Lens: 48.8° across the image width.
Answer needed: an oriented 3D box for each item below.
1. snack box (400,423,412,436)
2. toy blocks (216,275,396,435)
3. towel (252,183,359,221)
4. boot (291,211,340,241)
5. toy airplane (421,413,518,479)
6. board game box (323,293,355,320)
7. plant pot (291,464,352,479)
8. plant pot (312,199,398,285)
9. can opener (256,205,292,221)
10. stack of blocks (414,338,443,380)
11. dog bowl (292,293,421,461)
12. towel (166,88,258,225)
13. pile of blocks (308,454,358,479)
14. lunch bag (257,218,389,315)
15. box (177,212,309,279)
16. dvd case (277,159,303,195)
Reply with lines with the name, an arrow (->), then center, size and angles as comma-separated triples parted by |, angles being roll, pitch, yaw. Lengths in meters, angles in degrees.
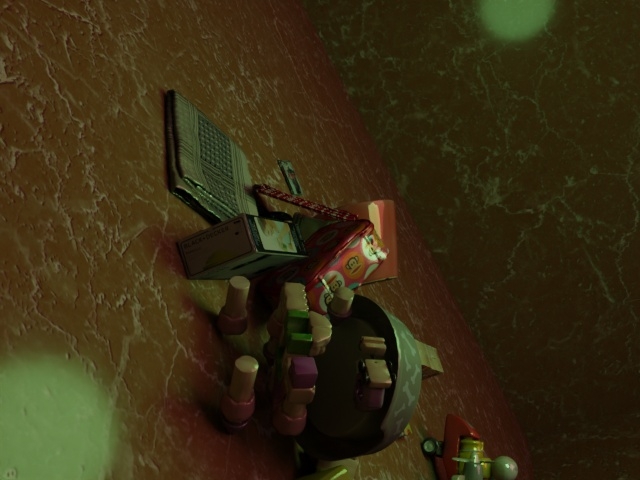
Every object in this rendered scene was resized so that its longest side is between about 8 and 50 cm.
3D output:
snack box -> 0.236, 0.543, 2.207 | 0.100, 0.037, 0.141 | 26, 43, -65
toy blocks -> -0.054, 0.263, 1.417 | 0.288, 0.309, 0.260 | -103, -157, -52
towel -> -0.042, -0.101, 1.874 | 0.275, 0.031, 0.199 | 18, 2, -9
boot -> 0.000, 0.000, 2.061 | 0.213, 0.165, 0.077 | 81, 26, -56
toy airplane -> 0.518, 0.799, 2.304 | 0.384, 0.272, 0.386 | 62, 18, -14
board game box -> 0.018, 0.201, 1.933 | 0.303, 0.098, 0.224 | 44, 28, -47
plant pot -> -0.054, 0.525, 1.182 | 0.187, 0.212, 0.212 | 3, 64, -55
plant pot -> 0.127, 0.020, 2.237 | 0.275, 0.275, 0.243 | 4, 73, -70
can opener -> -0.118, -0.063, 1.935 | 0.073, 0.059, 0.186 | 69, 19, 9
stack of blocks -> 0.258, 0.391, 2.245 | 0.297, 0.171, 0.087 | 32, 38, -58
dog bowl -> 0.067, 0.291, 1.493 | 0.102, 0.349, 0.348 | 21, 45, -38
towel -> -0.254, -0.172, 1.697 | 0.312, 0.056, 0.324 | 43, 30, -51
pile of blocks -> 0.010, 0.508, 1.555 | 0.113, 0.149, 0.362 | 21, 13, 0
lunch bag -> -0.003, 0.069, 1.724 | 0.293, 0.258, 0.120 | -41, 111, -27
box -> -0.161, 0.020, 1.544 | 0.290, 0.169, 0.087 | 12, 59, -70
dvd case -> -0.095, -0.200, 2.247 | 0.119, 0.013, 0.087 | 66, 18, 4
